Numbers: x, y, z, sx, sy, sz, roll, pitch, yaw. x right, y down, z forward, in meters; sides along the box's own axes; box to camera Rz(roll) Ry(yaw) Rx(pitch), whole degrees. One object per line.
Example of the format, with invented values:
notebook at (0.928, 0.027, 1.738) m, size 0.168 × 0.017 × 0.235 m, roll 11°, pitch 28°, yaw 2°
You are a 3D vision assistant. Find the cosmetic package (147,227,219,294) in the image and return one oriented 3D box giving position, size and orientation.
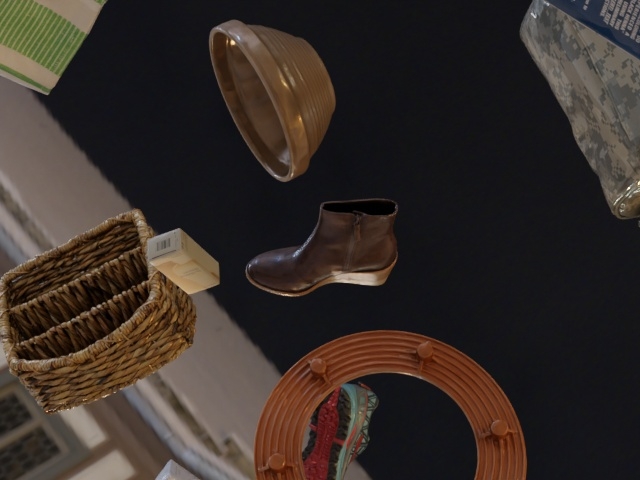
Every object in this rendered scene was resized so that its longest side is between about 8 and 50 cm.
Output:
cosmetic package at (-0.205, 0.033, 1.689) m, size 0.060 × 0.115 × 0.041 m, roll -20°, pitch -126°, yaw 20°

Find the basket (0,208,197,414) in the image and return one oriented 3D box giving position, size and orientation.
basket at (-0.385, 0.125, 1.874) m, size 0.299 × 0.213 × 0.223 m, roll -24°, pitch -69°, yaw 8°

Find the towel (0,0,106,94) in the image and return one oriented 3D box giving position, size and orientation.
towel at (-0.404, -0.377, 1.579) m, size 0.325 × 0.247 × 0.038 m, roll -52°, pitch -139°, yaw 20°

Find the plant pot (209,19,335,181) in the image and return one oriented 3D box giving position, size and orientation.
plant pot at (-0.055, -0.211, 1.577) m, size 0.237 × 0.109 × 0.237 m, roll 54°, pitch -17°, yaw 25°

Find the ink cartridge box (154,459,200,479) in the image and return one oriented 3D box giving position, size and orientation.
ink cartridge box at (-0.106, 0.313, 1.100) m, size 0.180 × 0.060 × 0.104 m, roll 37°, pitch -91°, yaw -8°

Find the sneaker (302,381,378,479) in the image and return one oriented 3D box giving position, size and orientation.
sneaker at (0.036, 0.365, 1.929) m, size 0.104 × 0.125 × 0.262 m, roll 34°, pitch -67°, yaw 36°

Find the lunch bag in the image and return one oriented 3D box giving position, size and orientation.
lunch bag at (0.371, -0.198, 1.288) m, size 0.256 × 0.212 × 0.305 m, roll -49°, pitch -121°, yaw 56°

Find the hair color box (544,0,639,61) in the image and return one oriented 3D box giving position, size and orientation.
hair color box at (0.214, -0.235, 0.791) m, size 0.347 × 0.174 × 0.105 m, roll 41°, pitch -42°, yaw 27°

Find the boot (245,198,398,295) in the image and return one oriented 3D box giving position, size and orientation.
boot at (0.000, 0.000, 1.792) m, size 0.248 × 0.090 × 0.207 m, roll -1°, pitch -35°, yaw 0°

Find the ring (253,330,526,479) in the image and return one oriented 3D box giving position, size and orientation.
ring at (0.085, 0.255, 1.379) m, size 0.336 × 0.336 × 0.032 m, roll 36°, pitch -25°, yaw 21°
